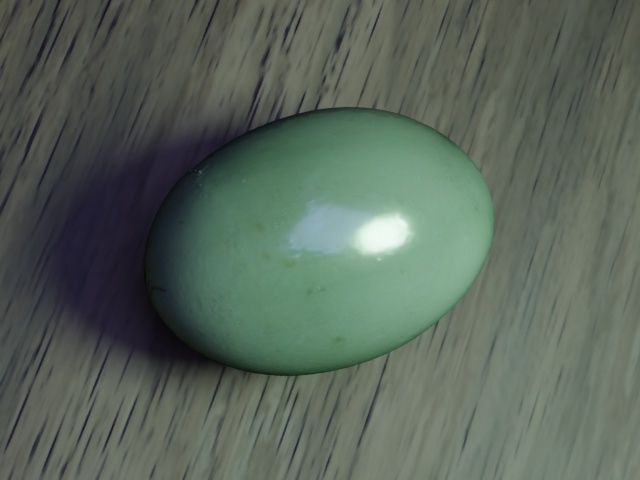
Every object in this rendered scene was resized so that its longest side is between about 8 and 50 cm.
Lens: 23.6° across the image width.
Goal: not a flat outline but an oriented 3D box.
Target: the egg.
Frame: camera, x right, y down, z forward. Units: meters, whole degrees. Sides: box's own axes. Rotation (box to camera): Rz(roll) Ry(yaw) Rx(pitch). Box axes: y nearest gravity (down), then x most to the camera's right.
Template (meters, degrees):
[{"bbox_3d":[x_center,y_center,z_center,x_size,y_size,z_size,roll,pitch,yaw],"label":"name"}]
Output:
[{"bbox_3d":[0.000,0.000,1.200,0.282,0.203,0.203,-13,80,-13],"label":"egg"}]
